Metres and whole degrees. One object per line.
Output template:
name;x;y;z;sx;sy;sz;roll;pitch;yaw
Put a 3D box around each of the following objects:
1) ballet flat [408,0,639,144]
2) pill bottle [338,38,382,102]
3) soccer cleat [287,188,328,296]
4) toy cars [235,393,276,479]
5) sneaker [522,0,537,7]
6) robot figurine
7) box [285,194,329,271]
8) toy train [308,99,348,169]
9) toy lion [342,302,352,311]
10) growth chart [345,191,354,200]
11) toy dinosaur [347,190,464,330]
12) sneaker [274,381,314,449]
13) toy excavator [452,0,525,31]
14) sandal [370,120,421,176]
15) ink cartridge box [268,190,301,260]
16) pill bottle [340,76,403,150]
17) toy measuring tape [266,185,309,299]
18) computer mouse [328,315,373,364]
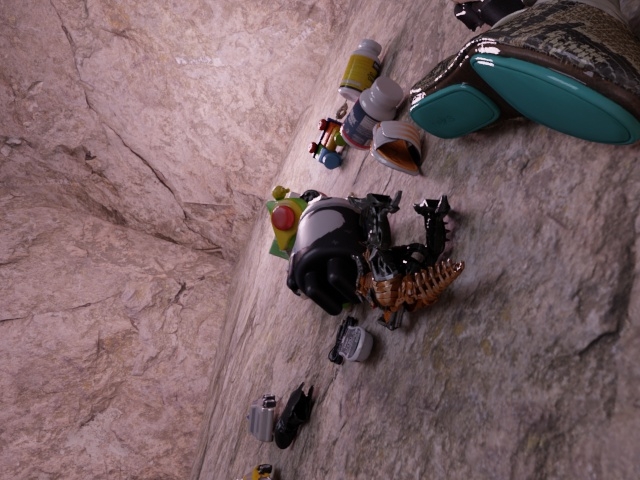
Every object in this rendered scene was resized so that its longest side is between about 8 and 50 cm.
ballet flat;0.255;-0.228;0.588;0.182;0.164;0.483;-55;14;6
pill bottle;0.134;-0.550;1.493;0.103;0.103;0.184;-152;82;-75
soccer cleat;-0.021;0.011;1.382;0.108;0.116;0.319;6;88;32
toy cars;-0.161;0.527;1.140;0.394;0.087;0.177;-95;12;-58
sneaker;0.328;-0.328;0.565;0.228;0.087;0.130;-82;17;-48
robot figurine;0.028;0.024;1.001;0.278;0.208;0.174;-89;-1;-50
box;0.000;0.000;1.189;0.114;0.103;0.203;-13;57;71
toy train;0.058;-0.369;1.564;0.248;0.105;0.143;-64;26;21
toy lion;0.056;0.117;1.076;0.096;0.034;0.100;-66;14;-13
growth chart;0.056;-0.013;1.253;0.237;0.021;0.172;-87;22;-47
toy dinosaur;0.139;0.039;0.739;0.321;0.164;0.219;-2;83;55
sneaker;-0.061;0.410;1.071;0.089;0.051;0.170;156;135;-76
toy excavator;0.324;-0.612;0.760;0.445;0.222;0.433;-52;13;22
sandal;0.162;-0.226;0.987;0.265;0.101;0.076;-90;22;-56
ink cartridge box;-0.075;-0.039;1.506;0.154;0.093;0.213;23;-95;-77
pill bottle;0.136;-0.333;1.205;0.180;0.107;0.108;128;157;-49
toy measuring tape;-0.058;-0.006;1.279;0.121;0.121;0.330;-36;72;65
computer mouse;0.066;0.206;0.905;0.193;0.042;0.106;155;138;-77
